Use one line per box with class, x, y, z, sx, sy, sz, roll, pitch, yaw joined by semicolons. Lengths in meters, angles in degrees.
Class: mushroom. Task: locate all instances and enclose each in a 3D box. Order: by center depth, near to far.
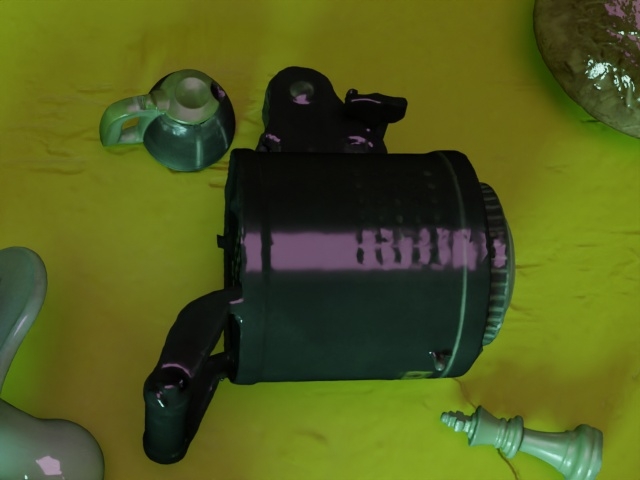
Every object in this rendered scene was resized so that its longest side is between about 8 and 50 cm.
mushroom;0.354;-0.236;1.084;0.278;0.146;0.278;2;81;-10

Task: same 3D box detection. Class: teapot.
teapot;-0.137;-0.113;0.999;0.124;0.091;0.092;-40;82;-18

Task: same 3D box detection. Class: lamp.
lamp;0.030;0.031;0.920;0.272;0.205;0.374;16;61;0

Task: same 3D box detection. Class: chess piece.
chess piece;0.184;0.185;0.983;0.149;0.059;0.059;14;72;1

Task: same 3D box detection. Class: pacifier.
pacifier;-0.284;0.159;0.866;0.233;0.244;0.299;38;43;-28
